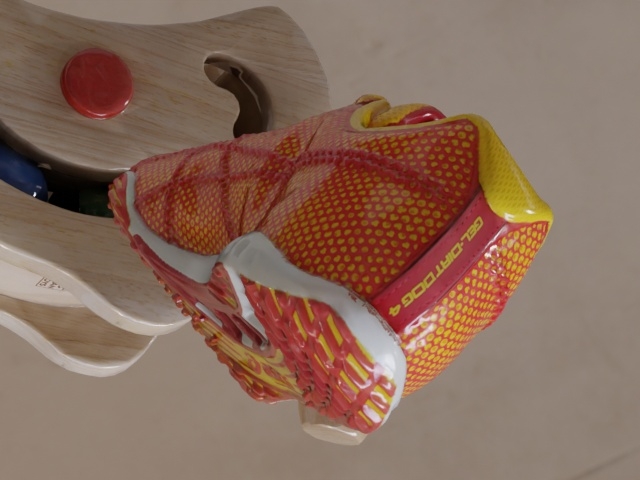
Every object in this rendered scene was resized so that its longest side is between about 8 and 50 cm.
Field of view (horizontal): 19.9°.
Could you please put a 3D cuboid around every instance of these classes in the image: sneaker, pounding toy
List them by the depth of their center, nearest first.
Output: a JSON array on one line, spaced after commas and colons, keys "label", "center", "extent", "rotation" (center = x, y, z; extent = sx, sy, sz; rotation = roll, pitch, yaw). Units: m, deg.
[{"label": "sneaker", "center": [0.000, 0.000, 0.412], "extent": [0.067, 0.064, 0.175], "rotation": [-41, -161, -13]}, {"label": "pounding toy", "center": [-0.070, -0.046, 0.698], "extent": [0.155, 0.269, 0.154], "rotation": [-36, -152, 58]}]
